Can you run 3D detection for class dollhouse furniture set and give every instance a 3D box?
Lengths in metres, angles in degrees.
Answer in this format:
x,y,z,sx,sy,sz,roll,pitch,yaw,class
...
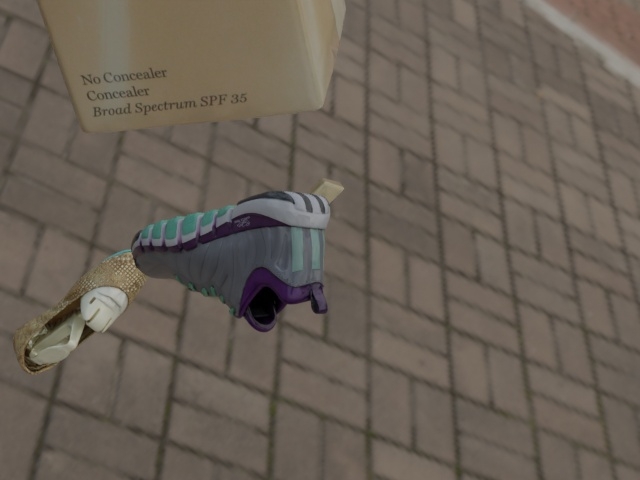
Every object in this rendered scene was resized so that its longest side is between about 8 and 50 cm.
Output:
x,y,z,sx,sy,sz,roll,pitch,yaw,class
0.000,0.000,1.361,0.081,0.114,0.091,45,4,-19,dollhouse furniture set

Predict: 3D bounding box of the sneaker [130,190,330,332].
x,y,z,sx,sy,sz,roll,pitch,yaw,class
-0.078,0.028,0.998,0.083,0.223,0.098,2,79,-38,sneaker

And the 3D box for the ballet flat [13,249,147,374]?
x,y,z,sx,sy,sz,roll,pitch,yaw,class
-0.273,0.091,1.465,0.073,0.206,0.067,36,26,-35,ballet flat

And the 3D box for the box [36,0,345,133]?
x,y,z,sx,sy,sz,roll,pitch,yaw,class
-0.087,-0.220,0.642,0.148,0.311,0.121,-5,37,13,box
